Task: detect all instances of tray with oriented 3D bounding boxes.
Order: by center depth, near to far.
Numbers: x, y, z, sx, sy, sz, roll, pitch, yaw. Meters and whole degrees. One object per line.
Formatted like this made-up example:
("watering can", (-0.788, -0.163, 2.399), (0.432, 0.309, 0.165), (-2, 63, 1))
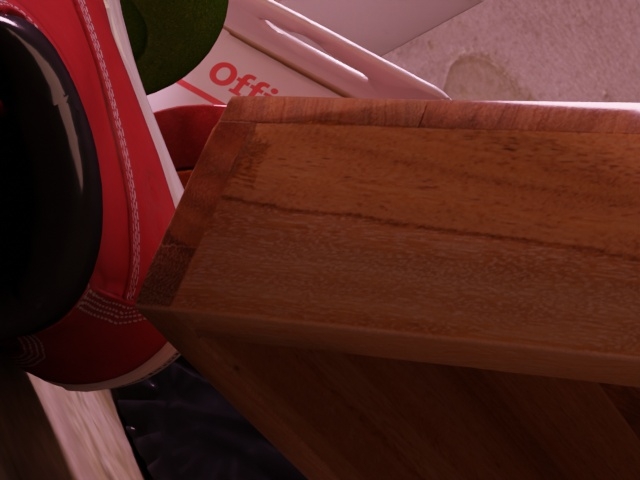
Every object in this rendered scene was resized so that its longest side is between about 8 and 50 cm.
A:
("tray", (0.140, 0.103, 0.563), (0.203, 0.076, 0.411), (4, -31, 34))

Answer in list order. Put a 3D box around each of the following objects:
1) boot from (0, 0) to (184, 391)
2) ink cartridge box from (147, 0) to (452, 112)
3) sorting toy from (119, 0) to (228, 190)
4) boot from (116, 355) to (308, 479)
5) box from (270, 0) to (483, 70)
("boot", (-0.108, -0.081, 0.488), (0.244, 0.088, 0.176), (64, 2, 11))
("ink cartridge box", (0.000, 0.000, 1.065), (0.207, 0.119, 0.353), (31, -13, 25))
("sorting toy", (-0.098, -0.049, 0.761), (0.365, 0.127, 0.126), (56, 33, -47))
("boot", (0.018, 0.123, 0.713), (0.207, 0.094, 0.246), (56, 10, -43))
("box", (-0.032, -0.183, 1.239), (0.148, 0.311, 0.121), (61, 0, 38))
